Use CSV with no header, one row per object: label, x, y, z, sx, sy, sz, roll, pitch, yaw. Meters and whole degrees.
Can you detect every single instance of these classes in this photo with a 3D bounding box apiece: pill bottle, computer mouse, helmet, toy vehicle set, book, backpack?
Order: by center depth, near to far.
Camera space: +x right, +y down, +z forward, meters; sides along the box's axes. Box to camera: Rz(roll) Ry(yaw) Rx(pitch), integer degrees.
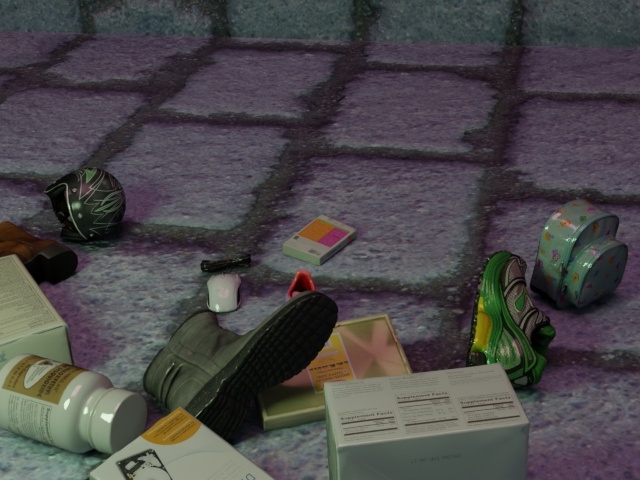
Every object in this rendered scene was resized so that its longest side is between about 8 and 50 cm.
pill bottle,-0.400,0.267,1.736,0.229,0.131,0.131,11,31,24
toy vehicle set,0.013,0.219,1.830,0.266,0.035,0.166,-9,50,-12
backpack,0.492,0.024,2.054,0.165,0.188,0.144,-21,33,-32
computer mouse,-0.189,0.080,2.166,0.106,0.042,0.193,-3,28,-3
book,0.000,0.000,2.313,0.096,0.035,0.144,19,35,30
helmet,-0.507,-0.080,2.372,0.161,0.169,0.169,-3,23,37

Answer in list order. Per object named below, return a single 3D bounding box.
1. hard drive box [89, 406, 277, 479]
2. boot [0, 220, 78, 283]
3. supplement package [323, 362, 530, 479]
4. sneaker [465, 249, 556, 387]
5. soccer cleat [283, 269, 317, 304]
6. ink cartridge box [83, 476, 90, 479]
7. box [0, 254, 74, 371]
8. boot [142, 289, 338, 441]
hard drive box,-0.177,0.366,1.510,0.232,0.089,0.181,32,43,23
boot,-0.687,0.031,2.249,0.280,0.096,0.264,20,36,38
supplement package,0.145,0.307,1.532,0.261,0.204,0.145,-6,30,-5
sneaker,0.341,0.147,1.927,0.146,0.134,0.344,9,38,7
soccer cleat,-0.041,0.149,1.965,0.083,0.095,0.248,0,28,5
ink cartridge box,-0.245,0.386,1.590,0.206,0.045,0.208,-26,37,-37
box,-0.568,0.153,1.976,0.148,0.121,0.311,-16,31,-24
boot,-0.146,0.167,1.780,0.338,0.118,0.223,-41,38,-3
